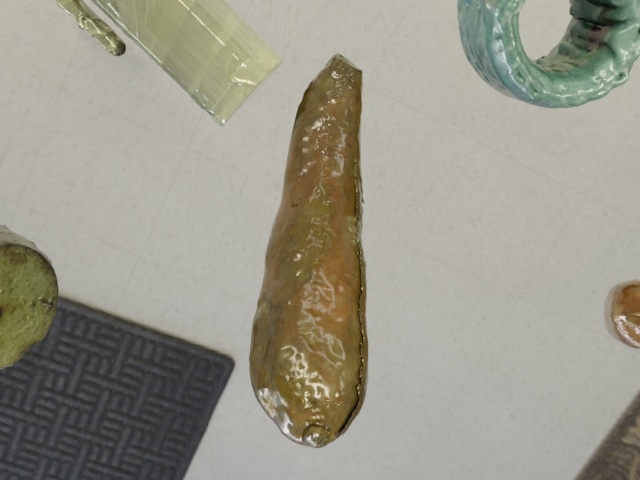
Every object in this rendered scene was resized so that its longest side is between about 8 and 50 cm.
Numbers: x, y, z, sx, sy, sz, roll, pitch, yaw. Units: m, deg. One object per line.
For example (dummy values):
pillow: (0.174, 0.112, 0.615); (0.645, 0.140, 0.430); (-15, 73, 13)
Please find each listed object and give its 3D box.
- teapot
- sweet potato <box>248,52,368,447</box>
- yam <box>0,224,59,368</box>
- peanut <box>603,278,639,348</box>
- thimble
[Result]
teapot: (-0.139, -0.187, 0.638); (0.200, 0.077, 0.107); (44, 119, -11)
sweet potato: (0.000, 0.000, 0.496); (0.075, 0.075, 0.273); (4, 67, 2)
yam: (-0.367, 0.043, 0.758); (0.154, 0.254, 0.154); (-15, 112, -40)
peanut: (0.356, 0.082, 0.838); (0.076, 0.152, 0.076); (-2, 85, 19)
thimble: (0.270, -0.269, 0.901); (0.235, 0.143, 0.198); (23, 107, -22)
